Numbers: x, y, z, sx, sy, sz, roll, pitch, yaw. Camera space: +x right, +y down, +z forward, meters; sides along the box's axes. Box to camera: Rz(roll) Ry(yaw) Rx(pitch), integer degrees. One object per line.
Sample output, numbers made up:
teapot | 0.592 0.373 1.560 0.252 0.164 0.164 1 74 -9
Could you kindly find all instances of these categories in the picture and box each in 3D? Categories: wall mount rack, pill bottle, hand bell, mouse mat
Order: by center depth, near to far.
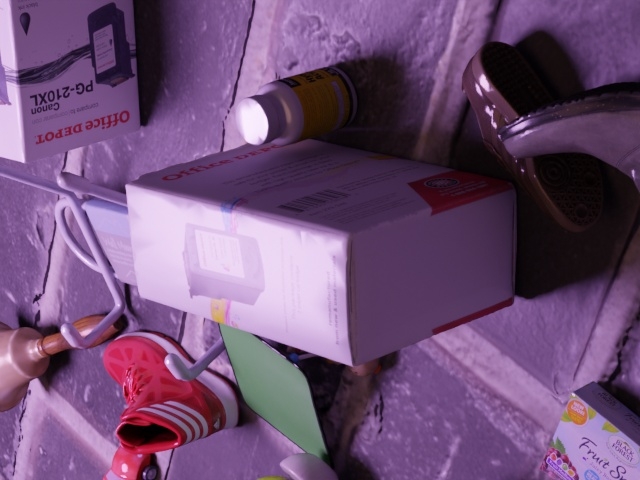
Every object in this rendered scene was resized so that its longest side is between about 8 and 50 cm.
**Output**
pill bottle | -0.025 -0.128 1.659 0.065 0.116 0.065 21 120 40
mouse mat | -0.050 0.160 1.832 0.153 0.007 0.189 34 152 34
wall mount rack | -0.244 0.004 1.896 0.350 0.130 0.304 11 135 45
hand bell | -0.339 0.133 2.138 0.242 0.126 0.126 -18 92 37

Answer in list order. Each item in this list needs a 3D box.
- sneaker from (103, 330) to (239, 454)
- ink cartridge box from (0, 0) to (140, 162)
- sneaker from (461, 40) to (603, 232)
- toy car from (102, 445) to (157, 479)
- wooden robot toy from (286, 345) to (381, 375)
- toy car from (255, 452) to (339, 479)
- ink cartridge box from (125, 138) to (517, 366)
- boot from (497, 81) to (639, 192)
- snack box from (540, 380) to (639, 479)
sneaker | -0.210 0.176 1.976 0.221 0.128 0.087 18 118 42
ink cartridge box | -0.297 -0.221 1.874 0.100 0.172 0.237 18 118 41
sneaker | 0.186 -0.085 1.503 0.188 0.066 0.071 64 156 13
toy car | -0.227 0.399 2.143 0.225 0.053 0.239 50 136 21
wooden robot toy | 0.040 0.102 1.743 0.079 0.076 0.173 40 143 -20
toy car | -0.012 0.333 1.835 0.182 0.159 0.136 36 169 25
ink cartridge box | 0.000 0.000 1.603 0.306 0.226 0.131 13 114 45
boot | 0.267 -0.051 1.377 0.247 0.083 0.161 -11 97 35
snack box | 0.274 0.209 1.534 0.141 0.037 0.100 39 130 30
